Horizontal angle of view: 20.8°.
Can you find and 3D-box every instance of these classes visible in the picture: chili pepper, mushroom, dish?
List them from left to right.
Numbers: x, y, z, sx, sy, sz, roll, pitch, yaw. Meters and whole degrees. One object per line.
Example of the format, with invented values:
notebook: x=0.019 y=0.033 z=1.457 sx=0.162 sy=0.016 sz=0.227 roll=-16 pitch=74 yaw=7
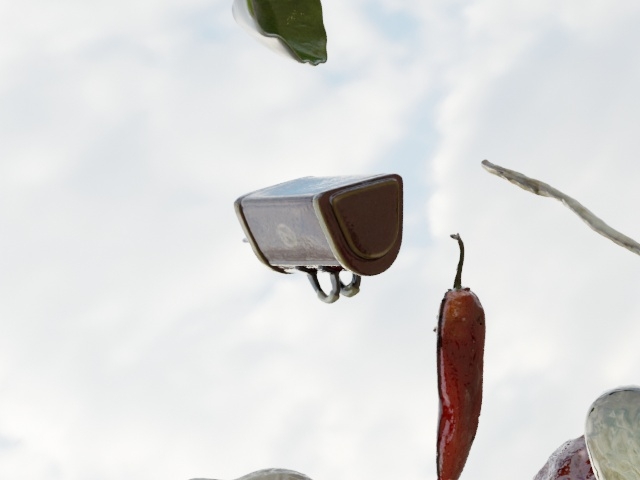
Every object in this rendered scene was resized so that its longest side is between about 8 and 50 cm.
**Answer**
dish: x=-0.042 y=-0.182 z=1.395 sx=0.039 sy=0.091 sz=0.137 roll=-13 pitch=-4 yaw=25
chili pepper: x=0.134 y=0.125 z=1.691 sx=0.059 sy=0.050 sz=0.268 roll=-10 pitch=-78 yaw=-76
mushroom: x=0.239 y=-0.015 z=1.471 sx=0.028 sy=0.286 sz=0.026 roll=-8 pitch=-64 yaw=-46

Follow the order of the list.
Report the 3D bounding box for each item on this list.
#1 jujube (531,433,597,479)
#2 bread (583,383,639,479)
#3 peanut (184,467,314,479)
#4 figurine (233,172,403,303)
jujube: x=0.230 y=0.232 z=1.325 sx=0.155 sy=0.155 sz=0.230 roll=-42 pitch=-23 yaw=-12
bread: x=0.151 y=0.049 z=0.468 sx=0.065 sy=0.188 sz=0.149 roll=-26 pitch=-79 yaw=-34
peanut: x=-0.083 y=0.304 z=1.915 sx=0.228 sy=0.104 sz=0.085 roll=-10 pitch=-49 yaw=0
figurine: x=-0.001 y=0.000 z=1.355 sx=0.082 sy=0.154 sz=0.098 roll=-21 pitch=-80 yaw=-34
